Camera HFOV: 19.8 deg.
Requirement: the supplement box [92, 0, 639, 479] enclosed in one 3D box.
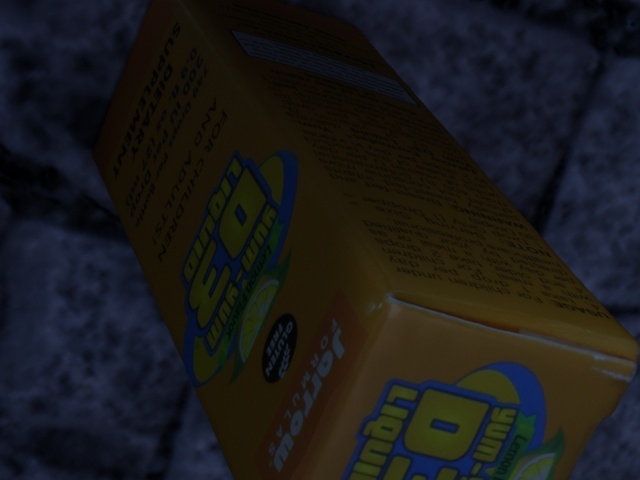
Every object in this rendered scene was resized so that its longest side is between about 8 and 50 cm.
[{"bbox_3d":[0.000,0.000,0.529,0.080,0.233,0.078,15,110,-27],"label":"supplement box"}]
